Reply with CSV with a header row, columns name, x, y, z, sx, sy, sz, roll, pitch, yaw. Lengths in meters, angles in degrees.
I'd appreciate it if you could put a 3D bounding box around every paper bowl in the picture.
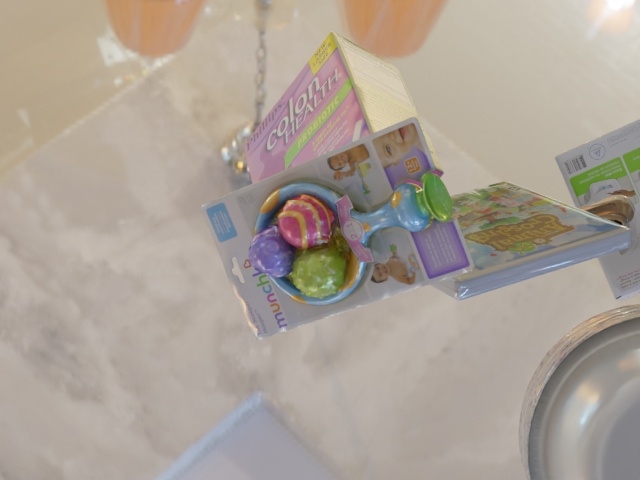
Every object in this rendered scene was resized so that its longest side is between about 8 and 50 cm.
name,x,y,z,sx,sy,sz,roll,pitch,yaw
paper bowl,0.348,0.211,1.126,0.284,0.148,0.284,0,-86,6

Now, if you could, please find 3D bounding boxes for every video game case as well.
name,x,y,z,sx,sy,sz,roll,pitch,yaw
video game case,0.165,-0.007,1.114,0.212,0.023,0.193,-15,-156,-27

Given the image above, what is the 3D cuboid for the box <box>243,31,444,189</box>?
name,x,y,z,sx,sy,sz,roll,pitch,yaw
box,0.021,-0.106,1.437,0.117,0.213,0.243,24,-148,-30

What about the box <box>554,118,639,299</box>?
name,x,y,z,sx,sy,sz,roll,pitch,yaw
box,0.510,-0.066,1.613,0.262,0.127,0.231,-25,-100,18

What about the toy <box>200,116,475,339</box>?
name,x,y,z,sx,sy,sz,roll,pitch,yaw
toy,0.000,0.000,0.957,0.056,0.237,0.137,-27,-85,-61

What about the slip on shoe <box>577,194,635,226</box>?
name,x,y,z,sx,sy,sz,roll,pitch,yaw
slip on shoe,0.323,-0.012,1.369,0.051,0.135,0.041,50,-138,-20
